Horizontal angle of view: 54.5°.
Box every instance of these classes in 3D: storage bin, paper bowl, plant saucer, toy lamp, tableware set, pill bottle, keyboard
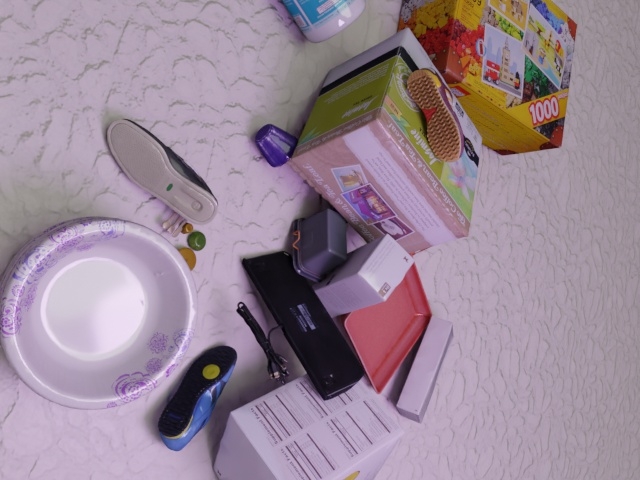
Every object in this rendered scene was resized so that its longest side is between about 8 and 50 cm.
[{"bbox_3d":[0.000,0.000,1.273,0.098,0.091,0.135,27,47,-36],"label":"storage bin"},{"bbox_3d":[-0.346,0.104,0.963,0.284,0.148,0.284,-3,95,-32],"label":"paper bowl"},{"bbox_3d":[0.148,0.175,1.420,0.258,0.047,0.259,-49,132,-29],"label":"plant saucer"},{"bbox_3d":[-0.027,-0.136,1.292,0.274,0.080,0.080,42,64,-31],"label":"toy lamp"},{"bbox_3d":[-0.274,0.027,1.122,0.104,0.024,0.154,50,59,-31],"label":"tableware set"},{"bbox_3d":[-0.032,-0.546,1.249,0.264,0.146,0.146,52,59,-27],"label":"pill bottle"},{"bbox_3d":[-0.061,0.161,1.177,0.201,0.033,0.317,-11,59,-44],"label":"keyboard"}]

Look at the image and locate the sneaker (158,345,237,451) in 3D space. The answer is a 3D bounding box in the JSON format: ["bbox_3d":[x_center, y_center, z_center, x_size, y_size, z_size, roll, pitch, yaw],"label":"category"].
[{"bbox_3d":[-0.221,0.288,1.143,0.209,0.069,0.082,-57,155,-35],"label":"sneaker"}]

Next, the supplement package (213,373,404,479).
[{"bbox_3d":[-0.026,0.391,1.157,0.262,0.198,0.199,-19,143,-38],"label":"supplement package"}]

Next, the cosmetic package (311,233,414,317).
[{"bbox_3d":[0.076,0.077,1.266,0.085,0.231,0.117,44,60,-7],"label":"cosmetic package"}]

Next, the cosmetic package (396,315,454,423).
[{"bbox_3d":[0.256,0.312,1.507,0.239,0.060,0.099,-64,159,-21],"label":"cosmetic package"}]

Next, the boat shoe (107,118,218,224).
[{"bbox_3d":[-0.277,-0.123,1.098,0.084,0.079,0.233,-41,110,14],"label":"boat shoe"}]

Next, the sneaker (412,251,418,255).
[{"bbox_3d":[0.216,0.006,1.513,0.175,0.064,0.067,-23,84,-43],"label":"sneaker"}]

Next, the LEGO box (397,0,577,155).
[{"bbox_3d":[0.433,-0.482,1.603,0.500,0.193,0.373,18,78,-38],"label":"LEGO box"}]

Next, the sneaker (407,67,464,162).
[{"bbox_3d":[0.233,-0.242,1.180,0.084,0.069,0.186,-31,101,-52],"label":"sneaker"}]

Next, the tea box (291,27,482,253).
[{"bbox_3d":[0.156,-0.194,1.302,0.329,0.220,0.324,45,45,-30],"label":"tea box"}]
